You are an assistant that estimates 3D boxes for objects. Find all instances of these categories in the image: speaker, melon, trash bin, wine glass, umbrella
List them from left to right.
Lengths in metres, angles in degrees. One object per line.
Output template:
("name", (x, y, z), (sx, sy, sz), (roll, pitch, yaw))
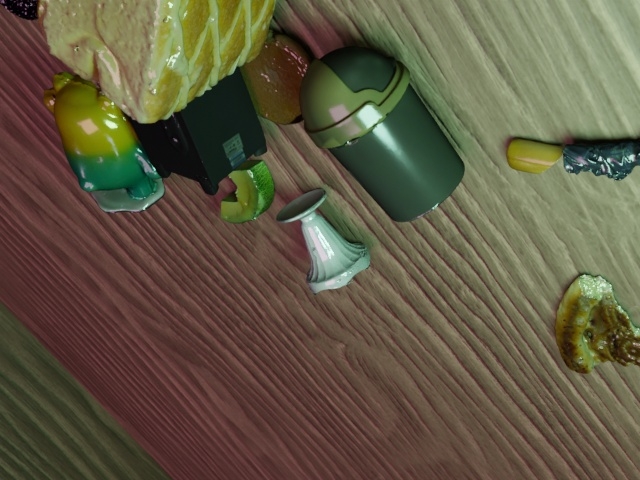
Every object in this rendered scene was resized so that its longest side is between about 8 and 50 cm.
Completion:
("speaker", (-0.272, -0.259, 1.734), (0.232, 0.184, 0.254), (22, 143, 41))
("melon", (-0.175, -0.109, 1.955), (0.118, 0.064, 0.209), (30, 140, 16))
("wine glass", (0.000, 0.000, 1.859), (0.165, 0.165, 0.196), (-14, 116, 45))
("trash bin", (0.103, -0.208, 1.513), (0.214, 0.214, 0.334), (-18, 123, 47))
("umbrella", (0.520, -0.138, 1.383), (0.224, 0.080, 0.071), (-5, 91, 33))

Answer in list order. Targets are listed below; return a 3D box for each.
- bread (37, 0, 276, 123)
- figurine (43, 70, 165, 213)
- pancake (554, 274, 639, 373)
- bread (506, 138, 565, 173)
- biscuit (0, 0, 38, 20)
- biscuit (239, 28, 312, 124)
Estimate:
("bread", (-0.251, -0.446, 1.375), (0.279, 0.371, 0.390), (31, 134, 9))
("figurine", (-0.496, -0.235, 1.933), (0.324, 0.231, 0.340), (20, 146, 28))
("pancake", (0.595, 0.197, 1.685), (0.245, 0.057, 0.266), (22, 140, 17))
("bread", (0.385, -0.145, 1.489), (0.103, 0.049, 0.062), (15, 138, 27))
("biscuit", (-0.671, -0.576, 1.845), (0.195, 0.053, 0.194), (22, 141, 19))
("biscuit", (-0.094, -0.329, 1.670), (0.226, 0.042, 0.226), (23, 141, 20))
